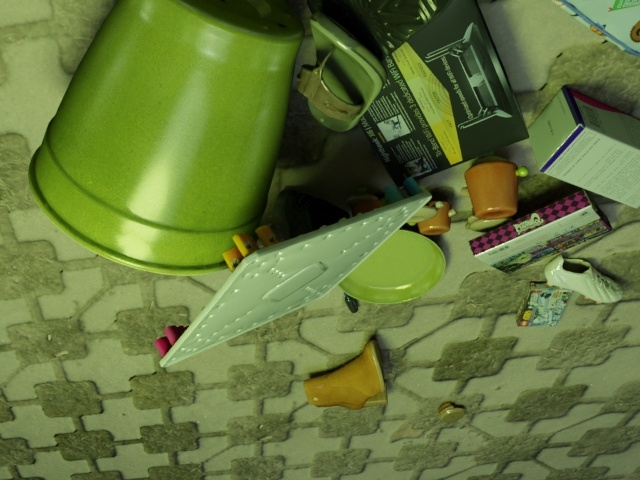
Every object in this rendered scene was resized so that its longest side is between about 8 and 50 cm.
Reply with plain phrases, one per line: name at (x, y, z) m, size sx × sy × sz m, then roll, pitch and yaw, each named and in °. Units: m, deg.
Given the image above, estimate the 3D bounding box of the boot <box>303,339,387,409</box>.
boot at (0.059, 0.356, 1.711) m, size 0.211 × 0.104 × 0.295 m, roll -5°, pitch 140°, yaw 5°

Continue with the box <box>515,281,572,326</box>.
box at (0.510, 0.147, 1.541) m, size 0.094 × 0.027 × 0.137 m, roll 0°, pitch 136°, yaw -2°

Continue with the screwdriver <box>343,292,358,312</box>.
screwdriver at (0.050, 0.107, 1.506) m, size 0.025 × 0.024 × 0.170 m, roll -35°, pitch 131°, yaw -5°

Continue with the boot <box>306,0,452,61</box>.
boot at (0.146, -0.357, 0.843) m, size 0.260 × 0.348 × 0.131 m, roll -43°, pitch 109°, yaw -12°

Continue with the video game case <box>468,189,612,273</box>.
video game case at (0.432, -0.009, 1.309) m, size 0.232 × 0.041 × 0.210 m, roll -27°, pitch 155°, yaw 26°

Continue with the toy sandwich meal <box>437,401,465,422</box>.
toy sandwich meal at (0.369, 0.487, 1.903) m, size 0.086 × 0.029 × 0.085 m, roll -8°, pitch 139°, yaw -7°

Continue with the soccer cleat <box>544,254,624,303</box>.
soccer cleat at (0.579, 0.084, 1.449) m, size 0.196 × 0.068 × 0.076 m, roll 16°, pitch 132°, yaw -12°

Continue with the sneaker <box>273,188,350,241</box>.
sneaker at (0.000, 0.000, 1.323) m, size 0.130 × 0.087 × 0.227 m, roll 12°, pitch 139°, yaw 29°

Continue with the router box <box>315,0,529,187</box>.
router box at (0.170, -0.249, 1.083) m, size 0.243 × 0.081 × 0.309 m, roll -20°, pitch 133°, yaw 20°

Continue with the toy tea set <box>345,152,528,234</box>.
toy tea set at (0.217, -0.088, 1.261) m, size 0.336 × 0.124 × 0.200 m, roll -3°, pitch 166°, yaw -2°

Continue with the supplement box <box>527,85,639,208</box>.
supplement box at (0.485, -0.158, 1.158) m, size 0.220 × 0.111 × 0.114 m, roll 17°, pitch 134°, yaw -16°

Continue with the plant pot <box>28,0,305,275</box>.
plant pot at (-0.197, -0.200, 0.976) m, size 0.366 × 0.366 × 0.353 m, roll 18°, pitch 124°, yaw -18°

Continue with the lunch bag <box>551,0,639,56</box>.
lunch bag at (0.421, -0.408, 0.895) m, size 0.303 × 0.115 × 0.243 m, roll 24°, pitch 129°, yaw -25°

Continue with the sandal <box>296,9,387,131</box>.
sandal at (0.018, -0.210, 0.948) m, size 0.120 × 0.086 × 0.303 m, roll 40°, pitch 168°, yaw 7°

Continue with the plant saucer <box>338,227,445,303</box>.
plant saucer at (0.144, 0.048, 1.432) m, size 0.241 × 0.037 × 0.241 m, roll 0°, pitch 137°, yaw 0°

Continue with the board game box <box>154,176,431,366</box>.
board game box at (-0.052, 0.052, 1.122) m, size 0.390 × 0.050 × 0.390 m, roll -21°, pitch 163°, yaw -40°
